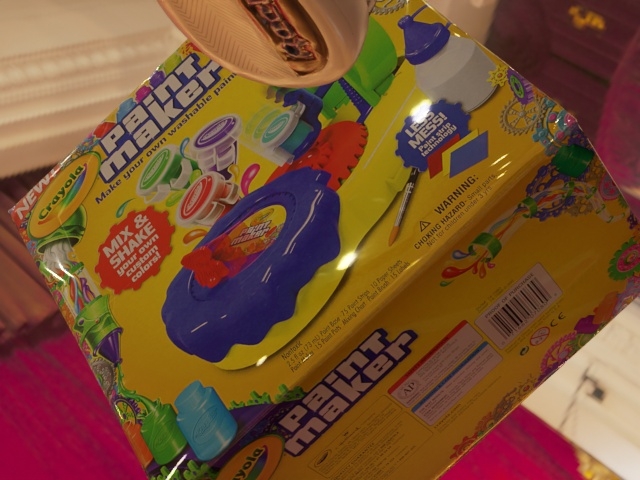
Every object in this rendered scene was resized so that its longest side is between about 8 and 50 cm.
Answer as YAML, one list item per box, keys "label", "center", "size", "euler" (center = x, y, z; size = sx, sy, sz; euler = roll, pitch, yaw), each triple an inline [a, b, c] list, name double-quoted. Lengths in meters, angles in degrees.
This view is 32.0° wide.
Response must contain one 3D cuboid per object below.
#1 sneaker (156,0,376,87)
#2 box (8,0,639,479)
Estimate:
- label: "sneaker"
  center: [-0.032, -0.149, 0.282]
  size: [0.217, 0.079, 0.121]
  euler: [59, -137, -54]
- label: "box"
  center: [0.000, 0.000, 0.713]
  size: [0.290, 0.279, 0.177]
  euler: [-44, -42, 3]
